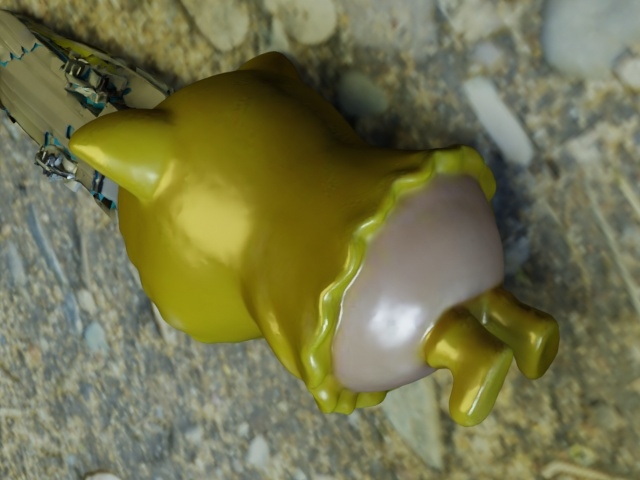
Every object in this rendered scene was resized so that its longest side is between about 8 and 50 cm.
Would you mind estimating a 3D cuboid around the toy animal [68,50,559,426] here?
[{"bbox_3d":[0.003,-0.002,0.565,0.229,0.156,0.156,34,123,24],"label":"toy animal"}]

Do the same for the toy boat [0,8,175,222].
[{"bbox_3d":[-0.163,-0.094,0.726,0.210,0.066,0.084,40,114,36],"label":"toy boat"}]
